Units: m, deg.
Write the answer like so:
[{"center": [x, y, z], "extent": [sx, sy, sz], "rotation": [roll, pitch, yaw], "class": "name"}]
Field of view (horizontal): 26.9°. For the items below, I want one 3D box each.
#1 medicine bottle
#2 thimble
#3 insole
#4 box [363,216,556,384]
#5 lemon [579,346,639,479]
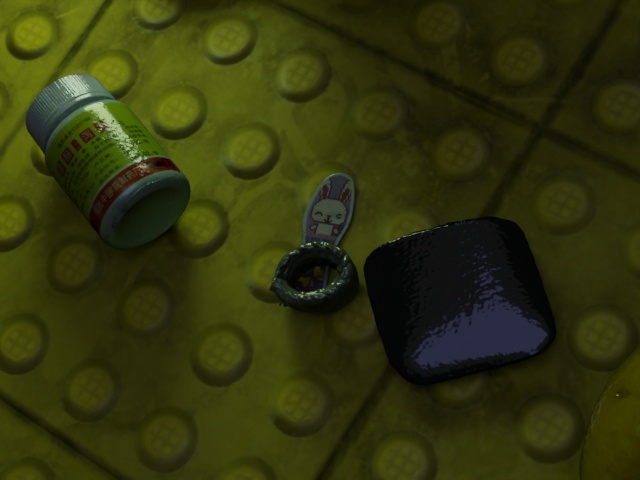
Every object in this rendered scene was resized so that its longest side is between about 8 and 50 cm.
[{"center": [-0.286, -0.106, 1.789], "extent": [0.139, 0.139, 0.225], "rotation": [-40, 65, -2], "class": "medicine bottle"}, {"center": [-0.008, 0.050, 1.693], "extent": [0.110, 0.062, 0.084], "rotation": [-20, 67, 6], "class": "thimble"}, {"center": [0.000, 0.000, 1.748], "extent": [0.065, 0.004, 0.197], "rotation": [12, 73, 18], "class": "insole"}, {"center": [0.170, 0.074, 1.654], "extent": [0.212, 0.042, 0.201], "rotation": [-18, 66, 9], "class": "box"}, {"center": [0.428, 0.239, 1.371], "extent": [0.347, 0.348, 0.348], "rotation": [-5, 69, 13], "class": "lemon"}]
